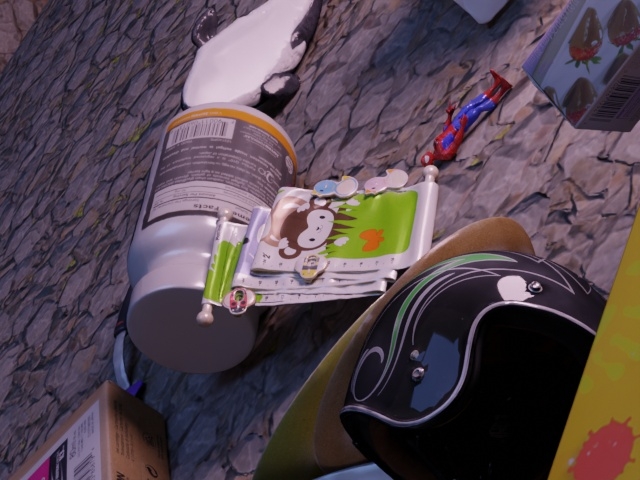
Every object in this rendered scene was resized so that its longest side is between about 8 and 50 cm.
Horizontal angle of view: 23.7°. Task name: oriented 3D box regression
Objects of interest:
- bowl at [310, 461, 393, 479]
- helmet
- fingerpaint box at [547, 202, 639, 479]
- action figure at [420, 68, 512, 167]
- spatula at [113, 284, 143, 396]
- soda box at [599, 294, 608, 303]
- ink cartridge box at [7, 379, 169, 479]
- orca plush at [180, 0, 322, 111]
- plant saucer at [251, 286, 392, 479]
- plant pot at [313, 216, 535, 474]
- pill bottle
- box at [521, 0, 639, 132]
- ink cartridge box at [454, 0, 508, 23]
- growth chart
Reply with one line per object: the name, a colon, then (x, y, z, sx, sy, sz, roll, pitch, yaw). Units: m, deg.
bowl: (0.031, 0.282, 0.994, 0.297, 0.134, 0.298, -20, 23, 9)
helmet: (0.108, 0.085, 0.974, 0.161, 0.169, 0.169, -51, 24, -18)
fingerpaint box: (0.258, 0.153, 0.563, 0.163, 0.371, 0.445, -14, 46, 52)
action figure: (0.138, -0.117, 1.492, 0.115, 0.030, 0.038, -52, 31, 7)
spatula: (-0.230, 0.130, 1.788, 0.084, 0.030, 0.296, -35, 30, 30)
soda box: (0.165, 0.115, 1.125, 0.169, 0.053, 0.060, -52, 25, 1)
ink cartridge box: (-0.243, 0.286, 1.550, 0.193, 0.088, 0.235, -44, 28, 16)
orca plush: (-0.084, -0.243, 1.937, 0.102, 0.151, 0.287, 108, -177, -66)
plant saucer: (0.037, 0.128, 1.205, 0.241, 0.037, 0.241, -47, -19, -21)
plant pot: (0.089, 0.090, 1.136, 0.032, 0.236, 0.236, 38, 91, 28)
pill bottle: (-0.116, -0.005, 1.618, 0.162, 0.162, 0.278, -34, 32, 34)
box: (0.243, -0.202, 0.910, 0.063, 0.067, 0.324, 54, 127, 29)
ink cartridge box: (0.202, -0.419, 1.541, 0.207, 0.119, 0.353, 43, 99, 19)
growth chart: (0.000, 0.000, 1.464, 0.237, 0.021, 0.172, -10, 46, 11)
